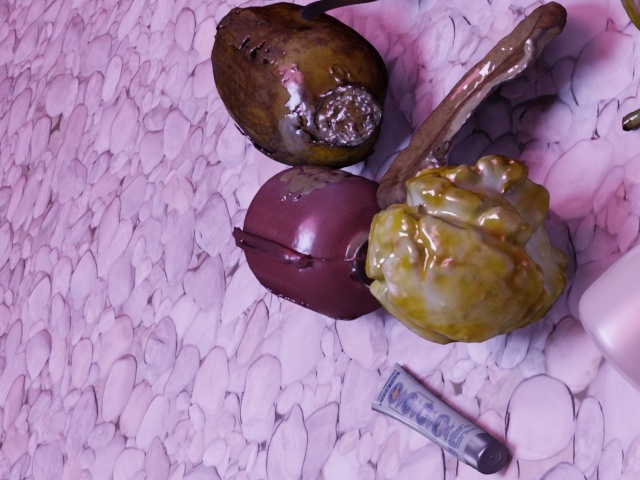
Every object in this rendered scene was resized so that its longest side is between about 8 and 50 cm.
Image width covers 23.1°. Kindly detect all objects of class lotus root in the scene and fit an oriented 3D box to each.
[{"bbox_3d":[-0.027,-0.199,2.013,0.397,0.179,0.196,-141,39,-62],"label":"lotus root"}]

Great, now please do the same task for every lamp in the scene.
[{"bbox_3d":[0.000,0.000,1.861,0.258,0.180,0.180,18,87,57],"label":"lamp"}]

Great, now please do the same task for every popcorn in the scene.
[{"bbox_3d":[0.146,0.017,1.594,0.204,0.221,0.184,-3,78,12],"label":"popcorn"}]

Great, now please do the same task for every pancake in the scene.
[{"bbox_3d":[0.161,-0.146,1.724,0.288,0.033,0.286,-44,7,37],"label":"pancake"}]

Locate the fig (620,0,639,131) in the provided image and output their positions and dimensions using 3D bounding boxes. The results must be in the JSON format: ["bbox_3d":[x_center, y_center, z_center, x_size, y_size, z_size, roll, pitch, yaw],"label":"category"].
[{"bbox_3d":[0.349,-0.206,1.541,0.149,0.149,0.245,-124,36,-52],"label":"fig"}]

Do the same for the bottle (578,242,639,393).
[{"bbox_3d":[0.353,0.028,1.368,0.236,0.147,0.147,-47,38,18],"label":"bottle"}]

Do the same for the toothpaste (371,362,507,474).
[{"bbox_3d":[0.123,0.194,1.701,0.062,0.039,0.239,-63,31,1],"label":"toothpaste"}]

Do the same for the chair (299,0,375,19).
[{"bbox_3d":[0.079,-0.415,2.008,0.160,0.319,0.186,37,142,59],"label":"chair"}]
